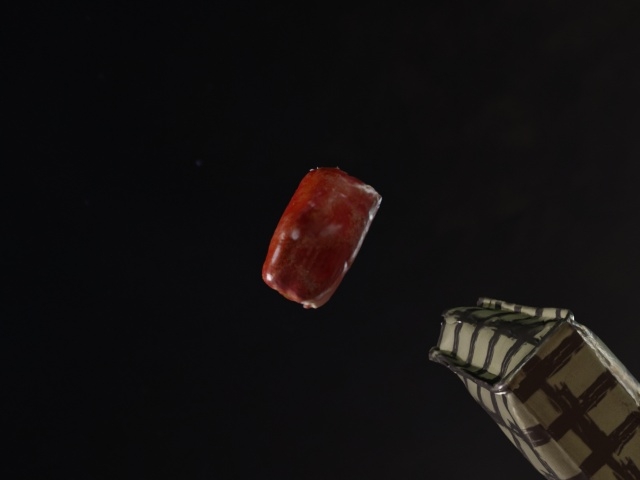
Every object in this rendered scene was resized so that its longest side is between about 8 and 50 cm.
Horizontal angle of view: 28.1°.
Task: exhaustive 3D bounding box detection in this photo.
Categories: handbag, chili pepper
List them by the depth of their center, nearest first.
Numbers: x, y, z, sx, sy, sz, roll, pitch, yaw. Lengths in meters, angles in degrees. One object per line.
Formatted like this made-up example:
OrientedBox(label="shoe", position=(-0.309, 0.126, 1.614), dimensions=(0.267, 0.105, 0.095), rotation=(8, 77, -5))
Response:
OrientedBox(label="chili pepper", position=(0.000, 0.000, 1.085), dimensions=(0.073, 0.070, 0.123), rotation=(45, -117, -40))
OrientedBox(label="handbag", position=(0.313, 0.227, 1.633), dimensions=(0.162, 0.327, 0.325), rotation=(-44, -77, -8))
